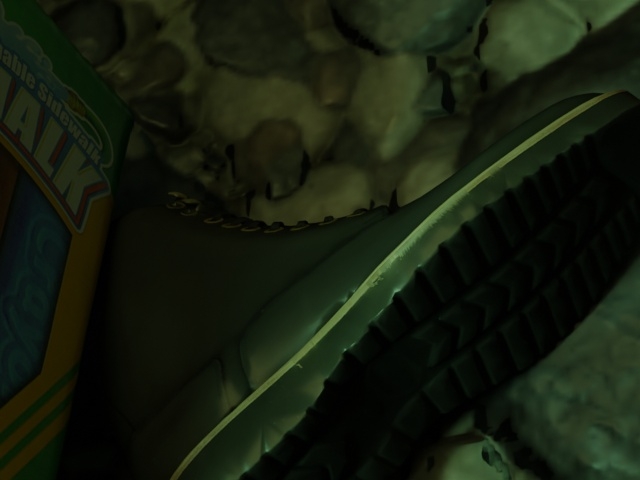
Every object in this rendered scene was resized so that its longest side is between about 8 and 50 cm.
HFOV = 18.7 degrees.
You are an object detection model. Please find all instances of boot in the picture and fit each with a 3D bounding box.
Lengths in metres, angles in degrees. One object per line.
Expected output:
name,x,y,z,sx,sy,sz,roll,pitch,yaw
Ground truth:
boot,0.000,0.000,0.624,0.198,0.077,0.137,-40,47,-6

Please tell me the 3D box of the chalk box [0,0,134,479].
chalk box,-0.187,-0.015,0.615,0.180,0.179,0.289,-22,37,25
